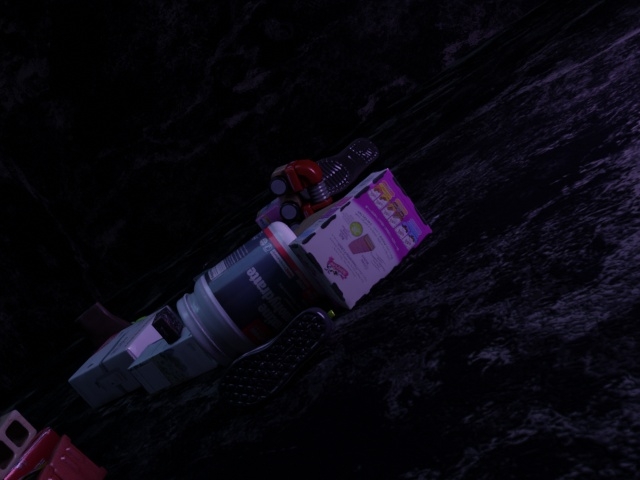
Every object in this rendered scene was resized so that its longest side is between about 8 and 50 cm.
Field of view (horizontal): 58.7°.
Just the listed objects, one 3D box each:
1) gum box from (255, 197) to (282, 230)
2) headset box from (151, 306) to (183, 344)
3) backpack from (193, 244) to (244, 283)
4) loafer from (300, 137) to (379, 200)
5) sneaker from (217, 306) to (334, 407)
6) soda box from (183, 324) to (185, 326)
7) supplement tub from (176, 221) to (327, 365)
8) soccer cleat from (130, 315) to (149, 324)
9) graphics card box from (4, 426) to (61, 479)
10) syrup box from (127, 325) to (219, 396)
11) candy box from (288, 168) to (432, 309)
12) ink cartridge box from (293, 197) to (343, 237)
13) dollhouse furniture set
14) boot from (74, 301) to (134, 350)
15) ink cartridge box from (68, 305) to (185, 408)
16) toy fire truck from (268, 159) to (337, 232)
[{"bbox_3d":[-0.198,-0.108,2.304,0.107,0.062,0.188,-35,14,7],"label":"gum box"},{"bbox_3d":[-0.344,0.192,1.277,0.032,0.062,0.083,-37,14,2],"label":"headset box"},{"bbox_3d":[-0.232,0.100,1.511,0.166,0.144,0.188,-24,-5,36],"label":"backpack"},{"bbox_3d":[0.060,-0.220,1.967,0.366,0.133,0.130,-34,-13,-32],"label":"loafer"},{"bbox_3d":[-0.066,0.204,0.980,0.235,0.084,0.097,-36,-10,-2],"label":"sneaker"},{"bbox_3d":[-0.305,0.222,1.474,0.071,0.067,0.210,-35,14,7],"label":"soda box"},{"bbox_3d":[-0.133,0.108,1.164,0.272,0.191,0.191,-38,14,-2],"label":"supplement tub"},{"bbox_3d":[-0.707,0.337,2.119,0.179,0.060,0.072,-29,5,5],"label":"soccer cleat"},{"bbox_3d":[-0.795,0.602,1.368,0.371,0.094,0.232,-28,17,29],"label":"graphics card box"},{"bbox_3d":[-0.324,0.266,1.317,0.237,0.093,0.096,-29,15,28],"label":"syrup box"},{"bbox_3d":[0.078,-0.004,1.083,0.233,0.159,0.071,-41,13,-19],"label":"candy box"},{"bbox_3d":[0.000,0.000,1.411,0.193,0.088,0.234,-27,17,41],"label":"ink cartridge box"},{"bbox_3d":[-0.592,0.389,0.997,0.201,0.374,0.152,-32,19,14],"label":"dollhouse furniture set"},{"bbox_3d":[-0.658,0.281,1.845,0.249,0.206,0.090,-32,15,20],"label":"boot"},{"bbox_3d":[-0.520,0.320,1.569,0.283,0.117,0.207,-29,16,30],"label":"ink cartridge box"},{"bbox_3d":[-0.001,-0.130,1.623,0.247,0.216,0.158,-18,18,13],"label":"toy fire truck"}]
